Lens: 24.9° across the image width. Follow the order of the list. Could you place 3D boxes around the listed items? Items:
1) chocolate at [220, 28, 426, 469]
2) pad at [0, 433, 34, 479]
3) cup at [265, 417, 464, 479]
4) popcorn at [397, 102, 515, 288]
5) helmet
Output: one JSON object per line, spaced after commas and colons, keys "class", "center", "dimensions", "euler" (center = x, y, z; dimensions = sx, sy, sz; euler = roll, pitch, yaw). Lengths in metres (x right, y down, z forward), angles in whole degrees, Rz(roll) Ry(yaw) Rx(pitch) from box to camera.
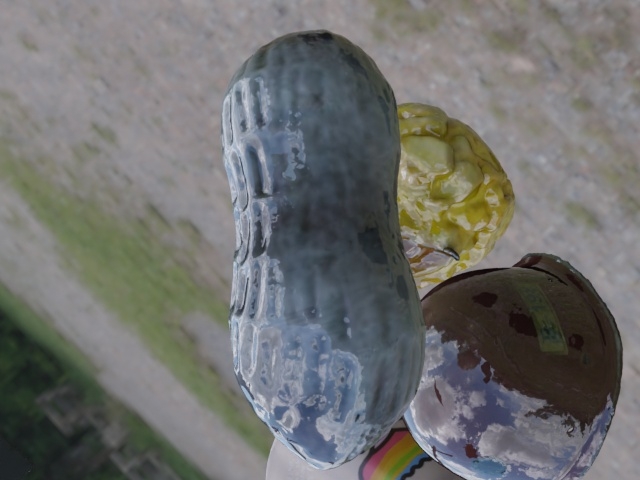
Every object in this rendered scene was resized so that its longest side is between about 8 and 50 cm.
{"class": "chocolate", "center": [0.000, 0.000, 0.534], "dimensions": [0.072, 0.072, 0.167], "euler": [86, -179, -68]}
{"class": "pad", "center": [-0.268, 0.155, 0.797], "dimensions": [0.127, 0.190, 0.004], "euler": [38, 162, 14]}
{"class": "cup", "center": [0.106, 0.221, 1.368], "dimensions": [0.200, 0.253, 0.191], "euler": [31, 154, 44]}
{"class": "popcorn", "center": [0.078, -0.033, 1.140], "dimensions": [0.148, 0.152, 0.167], "euler": [3, 151, 19]}
{"class": "helmet", "center": [0.101, 0.076, 0.926], "dimensions": [0.106, 0.175, 0.155], "euler": [17, 138, -26]}
